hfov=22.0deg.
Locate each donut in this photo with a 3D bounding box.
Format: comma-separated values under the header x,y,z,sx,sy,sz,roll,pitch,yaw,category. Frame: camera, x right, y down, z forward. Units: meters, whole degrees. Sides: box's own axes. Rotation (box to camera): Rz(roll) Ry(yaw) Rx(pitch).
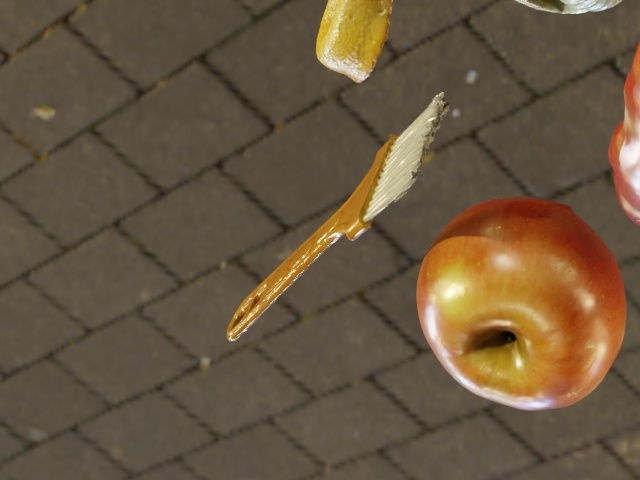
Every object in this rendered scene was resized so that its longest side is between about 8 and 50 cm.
x,y,z,sx,sy,sz,roll,pitch,yaw,category
0.039,-0.249,1.785,0.058,0.152,0.152,16,136,-11,donut

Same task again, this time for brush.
x,y,z,sx,sy,sz,roll,pitch,yaw,category
0.000,0.000,1.228,0.017,0.090,0.314,33,140,-10,brush

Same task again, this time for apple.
x,y,z,sx,sy,sz,roll,pitch,yaw,category
0.152,0.044,1.242,0.163,0.139,0.163,11,126,16,apple

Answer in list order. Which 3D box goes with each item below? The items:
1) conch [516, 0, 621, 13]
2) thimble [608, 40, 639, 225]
x,y,z,sx,sy,sz,roll,pitch,yaw,category
0.197,-0.254,1.383,0.153,0.102,0.135,43,139,-14,conch
0.299,-0.120,0.773,0.230,0.350,0.350,25,138,15,thimble
